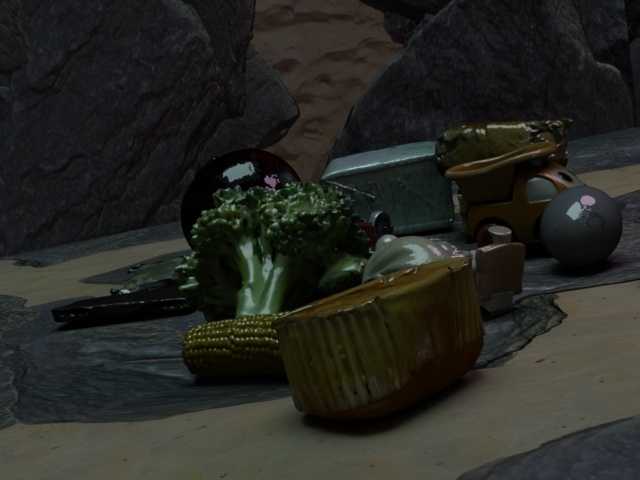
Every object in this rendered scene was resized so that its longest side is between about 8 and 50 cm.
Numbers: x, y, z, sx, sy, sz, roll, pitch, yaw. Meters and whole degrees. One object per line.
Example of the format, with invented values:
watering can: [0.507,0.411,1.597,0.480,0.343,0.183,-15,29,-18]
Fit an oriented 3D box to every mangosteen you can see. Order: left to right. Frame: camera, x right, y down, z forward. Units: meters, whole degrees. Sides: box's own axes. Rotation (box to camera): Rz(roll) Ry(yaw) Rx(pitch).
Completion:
mangosteen: [-0.160,-0.042,2.384,0.306,0.359,0.306,-35,-12,-9]

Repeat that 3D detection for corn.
corn: [-0.078,0.151,1.488,0.293,0.106,0.106,-6,10,22]

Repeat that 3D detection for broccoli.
broccoli: [-0.068,0.042,1.678,0.339,0.277,0.317,-19,30,-8]

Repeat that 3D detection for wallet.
wallet: [-0.394,0.133,2.114,0.310,0.042,0.165,-7,7,10]

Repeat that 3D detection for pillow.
pillow: [-0.380,0.091,2.319,0.169,0.059,0.255,-9,10,3]

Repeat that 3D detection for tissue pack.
tissue pack: [0.177,-0.132,2.651,0.332,0.205,0.405,-8,8,6]

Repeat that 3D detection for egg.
egg: [0.475,-0.024,1.854,0.146,0.146,0.199,-5,15,28]

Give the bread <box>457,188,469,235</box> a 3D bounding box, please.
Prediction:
bread: [0.442,-0.081,2.361,0.239,0.111,0.246,-5,7,8]

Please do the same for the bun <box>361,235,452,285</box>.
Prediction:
bun: [0.121,0.077,1.496,0.120,0.172,0.173,-1,4,-31]

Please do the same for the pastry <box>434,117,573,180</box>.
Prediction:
pastry: [0.419,-0.200,2.318,0.330,0.136,0.329,-4,1,0]

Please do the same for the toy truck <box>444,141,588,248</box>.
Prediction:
toy truck: [0.414,-0.080,2.077,0.288,0.211,0.204,-10,9,24]

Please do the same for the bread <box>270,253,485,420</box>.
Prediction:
bread: [0.089,0.130,1.299,0.288,0.156,0.204,-21,6,-42]

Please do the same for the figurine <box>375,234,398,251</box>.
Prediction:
figurine: [0.137,0.049,1.993,0.178,0.109,0.130,-15,37,-33]

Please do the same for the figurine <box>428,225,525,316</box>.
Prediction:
figurine: [0.221,0.048,1.686,0.163,0.141,0.237,-10,7,-36]

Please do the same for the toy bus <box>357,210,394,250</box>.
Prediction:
toy bus: [0.000,0.000,2.047,0.143,0.153,0.329,7,2,43]
